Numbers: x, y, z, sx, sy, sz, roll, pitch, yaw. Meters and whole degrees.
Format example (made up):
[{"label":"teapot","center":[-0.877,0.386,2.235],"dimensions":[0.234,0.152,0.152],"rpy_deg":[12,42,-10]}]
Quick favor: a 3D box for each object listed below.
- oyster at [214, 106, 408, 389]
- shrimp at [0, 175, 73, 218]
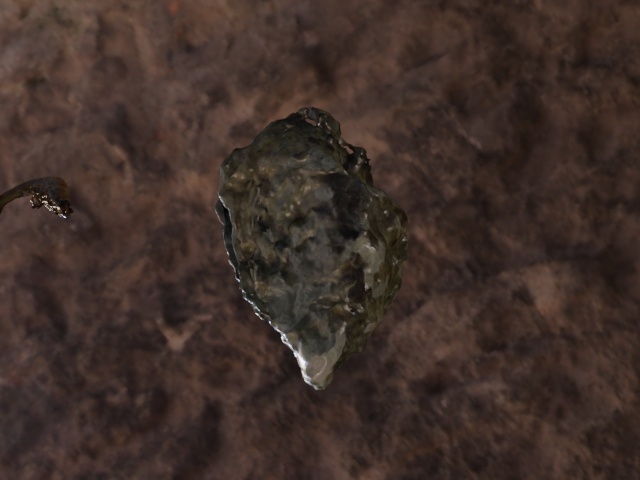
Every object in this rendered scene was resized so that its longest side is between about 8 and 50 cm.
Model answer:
[{"label":"oyster","center":[0.000,0.000,1.097],"dimensions":[0.199,0.267,0.112],"rpy_deg":[-27,167,-16]},{"label":"shrimp","center":[-0.300,-0.038,1.126],"dimensions":[0.091,0.025,0.127],"rpy_deg":[-23,-153,-25]}]
